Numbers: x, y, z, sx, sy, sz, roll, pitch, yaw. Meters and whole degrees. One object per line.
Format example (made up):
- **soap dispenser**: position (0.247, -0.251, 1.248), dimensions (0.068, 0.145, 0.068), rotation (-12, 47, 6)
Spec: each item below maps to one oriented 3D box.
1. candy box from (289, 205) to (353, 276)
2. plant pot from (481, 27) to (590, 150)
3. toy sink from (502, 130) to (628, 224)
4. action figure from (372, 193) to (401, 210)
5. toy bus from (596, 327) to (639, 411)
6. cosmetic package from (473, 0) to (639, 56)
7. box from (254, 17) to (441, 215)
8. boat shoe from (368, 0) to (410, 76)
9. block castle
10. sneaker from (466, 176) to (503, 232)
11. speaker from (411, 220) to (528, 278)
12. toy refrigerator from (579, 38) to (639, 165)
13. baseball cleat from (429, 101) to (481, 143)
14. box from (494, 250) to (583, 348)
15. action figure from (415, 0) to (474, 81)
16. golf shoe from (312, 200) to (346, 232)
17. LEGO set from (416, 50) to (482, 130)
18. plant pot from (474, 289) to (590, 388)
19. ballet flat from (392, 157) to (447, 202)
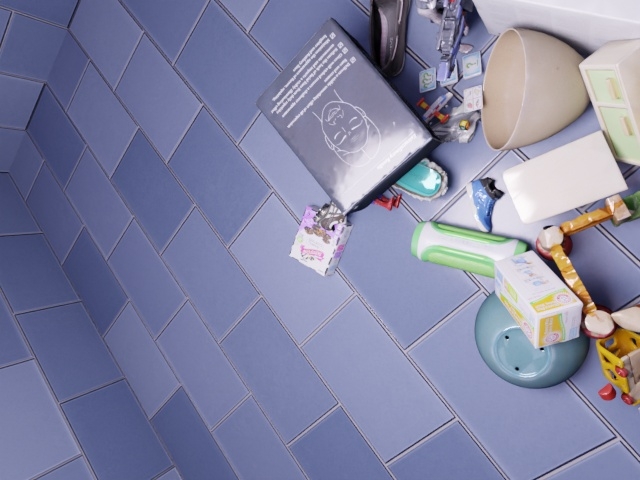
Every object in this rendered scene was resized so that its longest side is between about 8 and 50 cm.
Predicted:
- **candy box**: position (0.000, 0.000, 1.511), dimensions (0.165, 0.070, 0.196), rotation (28, 108, 26)
- **plant pot**: position (0.536, -0.366, 1.068), dimensions (0.191, 0.284, 0.284), rotation (-1, 95, 2)
- **toy sink**: position (0.606, -0.148, 1.101), dimensions (0.234, 0.131, 0.152), rotation (-24, 82, 25)
- **action figure**: position (0.128, -0.206, 1.406), dimensions (0.280, 0.091, 0.139), rotation (21, 112, 27)
- **toy bus**: position (0.752, 0.313, 1.071), dimensions (0.104, 0.191, 0.202), rotation (-124, 51, -65)
- **cosmetic package**: position (0.560, -0.527, 1.003), dimensions (0.377, 0.284, 0.097), rotation (28, 105, 25)
- **box**: position (0.078, -0.317, 1.168), dimensions (0.293, 0.212, 0.395), rotation (-40, 83, 23)
- **boat shoe**: position (0.199, -0.663, 1.291), dimensions (0.112, 0.095, 0.335), rotation (5, 105, 32)
- **block castle**: position (0.767, 0.022, 0.981), dimensions (0.453, 0.213, 0.303), rotation (-29, 68, 23)
- **sneaker**: position (0.473, -0.103, 1.225), dimensions (0.085, 0.058, 0.152), rotation (-20, 78, 39)
- **speaker**: position (0.416, 0.028, 1.232), dimensions (0.297, 0.131, 0.131), rotation (15, 102, 29)
- **toy refrigerator**: position (0.680, -0.295, 0.963), dimensions (0.094, 0.102, 0.269), rotation (-38, 116, 2)
- **baseball cleat**: position (0.367, -0.304, 1.263), dimensions (0.206, 0.072, 0.109), rotation (-41, 74, 28)
- **box**: position (0.508, 0.136, 1.033), dimensions (0.103, 0.203, 0.114), rotation (-16, 123, 2)
- **action figure**: position (0.310, -0.582, 1.119), dimensions (0.179, 0.330, 0.341), rotation (20, 104, 29)
- **golf shoe**: position (0.066, -0.105, 1.388), dimensions (0.094, 0.077, 0.198), rotation (44, 126, -2)
- **LEGO set**: position (0.357, -0.412, 1.222), dimensions (0.182, 0.060, 0.244), rotation (-7, 69, 32)
- **plant pot**: position (0.539, 0.263, 1.142), dimensions (0.290, 0.195, 0.290), rotation (3, 96, 31)
- **ballet flat**: position (0.196, -0.238, 1.322), dimensions (0.409, 0.147, 0.147), rotation (33, 110, 14)
